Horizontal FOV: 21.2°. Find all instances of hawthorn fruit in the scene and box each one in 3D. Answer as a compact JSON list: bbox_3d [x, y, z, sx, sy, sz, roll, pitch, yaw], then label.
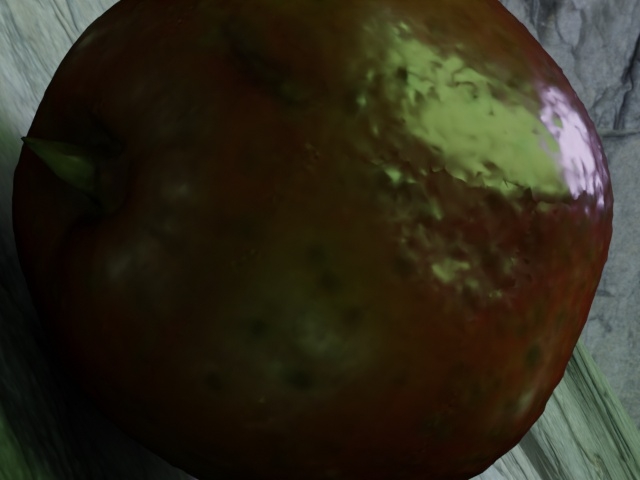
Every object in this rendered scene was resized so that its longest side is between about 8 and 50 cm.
[{"bbox_3d":[-0.030,-0.021,1.130,0.403,0.403,0.403,55,15,-23],"label":"hawthorn fruit"}]
